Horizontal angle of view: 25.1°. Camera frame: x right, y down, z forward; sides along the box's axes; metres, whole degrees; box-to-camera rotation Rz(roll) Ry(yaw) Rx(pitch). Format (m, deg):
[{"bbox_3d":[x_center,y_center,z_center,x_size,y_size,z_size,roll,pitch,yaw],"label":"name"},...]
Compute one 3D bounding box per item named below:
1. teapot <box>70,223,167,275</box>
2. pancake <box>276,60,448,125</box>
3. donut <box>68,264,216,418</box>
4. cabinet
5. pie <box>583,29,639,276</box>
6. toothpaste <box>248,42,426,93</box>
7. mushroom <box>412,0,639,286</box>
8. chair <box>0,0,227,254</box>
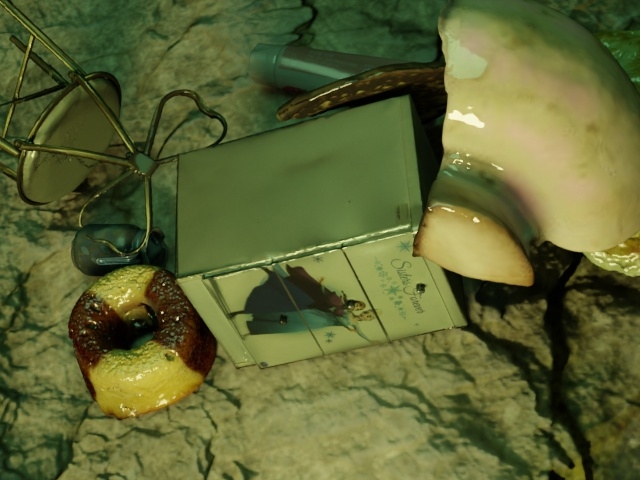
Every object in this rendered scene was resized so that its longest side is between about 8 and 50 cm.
[{"bbox_3d":[-0.189,0.006,1.320,0.083,0.063,0.049,-2,74,20],"label":"teapot"},{"bbox_3d":[0.048,-0.115,1.244,0.184,0.190,0.020,-15,78,-7],"label":"pancake"},{"bbox_3d":[-0.160,0.084,1.259,0.140,0.059,0.140,-8,53,11],"label":"donut"},{"bbox_3d":[0.000,0.000,1.199,0.206,0.145,0.150,-13,52,12],"label":"cabinet"},{"bbox_3d":[0.281,-0.072,1.181,0.201,0.090,0.248,-6,53,4],"label":"pie"},{"bbox_3d":[0.027,-0.157,1.374,0.194,0.043,0.067,12,58,21],"label":"toothpaste"},{"bbox_3d":[0.167,-0.092,1.048,0.173,0.162,0.236,7,48,13],"label":"mushroom"},{"bbox_3d":[-0.240,-0.101,1.353,0.325,0.170,0.160,33,75,17],"label":"chair"}]
